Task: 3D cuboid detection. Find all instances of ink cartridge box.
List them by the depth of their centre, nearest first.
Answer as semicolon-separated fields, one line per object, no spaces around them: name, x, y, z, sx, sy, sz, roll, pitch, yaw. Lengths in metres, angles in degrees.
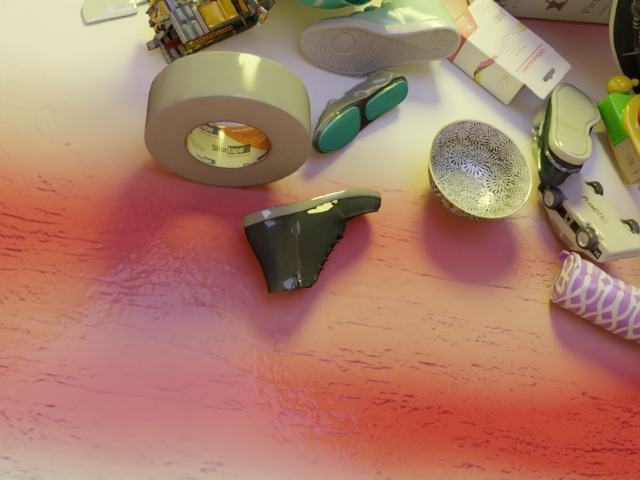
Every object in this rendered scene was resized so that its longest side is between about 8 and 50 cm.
ink cartridge box;0.311;-0.312;1.390;0.198;0.067;0.115;41;60;6

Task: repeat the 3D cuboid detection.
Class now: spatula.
spatula;-0.286;-0.436;1.293;0.242;0.019;0.168;-22;72;-25

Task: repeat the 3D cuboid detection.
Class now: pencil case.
pencil case;0.446;0.092;1.223;0.206;0.086;0.088;26;56;-4

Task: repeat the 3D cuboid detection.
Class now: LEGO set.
LEGO set;-0.177;-0.398;1.152;0.192;0.331;0.255;-32;104;-26

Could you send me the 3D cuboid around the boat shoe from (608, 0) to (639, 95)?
boat shoe;0.565;-0.379;1.284;0.186;0.500;0.156;-15;47;5

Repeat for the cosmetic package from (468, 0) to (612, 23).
cosmetic package;0.470;-0.612;1.436;0.393;0.329;0.327;-1;66;-17

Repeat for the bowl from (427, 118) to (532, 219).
bowl;0.228;-0.093;1.249;0.170;0.080;0.170;7;62;-14

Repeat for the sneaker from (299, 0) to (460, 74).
sneaker;0.087;-0.352;1.338;0.255;0.094;0.151;-4;46;-7

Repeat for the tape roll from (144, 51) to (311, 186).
tape roll;-0.121;-0.155;1.091;0.219;0.219;0.072;6;64;-14

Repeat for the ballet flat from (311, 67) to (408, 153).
ballet flat;0.048;-0.201;1.264;0.068;0.072;0.213;33;55;32

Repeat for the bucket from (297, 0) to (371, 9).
bucket;0.027;-0.494;1.223;0.281;0.183;0.281;5;76;-22

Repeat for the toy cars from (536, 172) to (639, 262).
toy cars;0.502;0.022;1.256;0.393;0.087;0.176;26;42;13

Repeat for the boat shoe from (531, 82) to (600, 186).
boat shoe;0.396;-0.172;1.327;0.095;0.079;0.254;26;40;-4

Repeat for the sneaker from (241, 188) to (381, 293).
sneaker;0.000;0.000;1.147;0.222;0.083;0.118;-15;89;-30

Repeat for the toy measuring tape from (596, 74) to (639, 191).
toy measuring tape;0.566;-0.130;1.361;0.121;0.121;0.330;-16;79;-23
